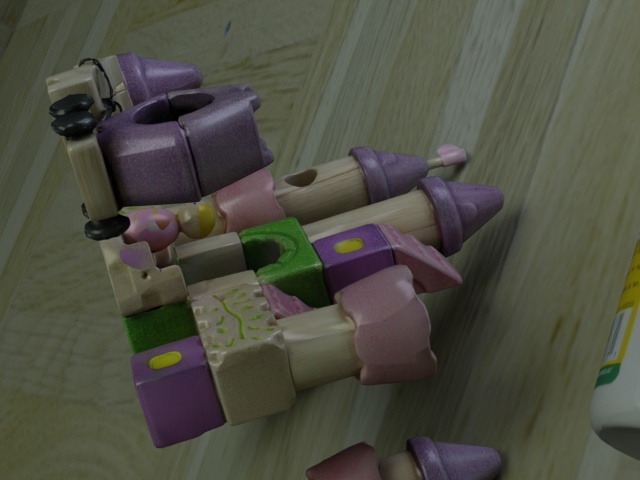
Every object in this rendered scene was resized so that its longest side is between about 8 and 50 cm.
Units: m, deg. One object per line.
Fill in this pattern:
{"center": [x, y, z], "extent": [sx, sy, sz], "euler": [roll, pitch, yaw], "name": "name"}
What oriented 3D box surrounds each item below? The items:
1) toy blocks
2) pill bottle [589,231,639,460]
{"center": [0.000, 0.000, 0.792], "extent": [0.260, 0.309, 0.288], "euler": [-16, 25, -6], "name": "toy blocks"}
{"center": [0.208, 0.006, 0.593], "extent": [0.117, 0.117, 0.208], "euler": [-3, 63, 56], "name": "pill bottle"}
